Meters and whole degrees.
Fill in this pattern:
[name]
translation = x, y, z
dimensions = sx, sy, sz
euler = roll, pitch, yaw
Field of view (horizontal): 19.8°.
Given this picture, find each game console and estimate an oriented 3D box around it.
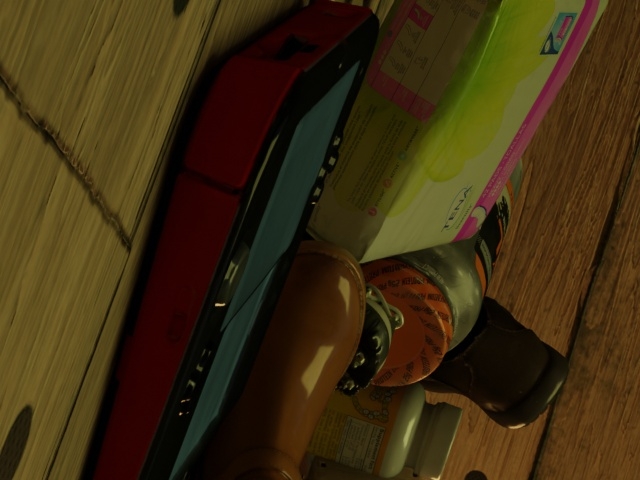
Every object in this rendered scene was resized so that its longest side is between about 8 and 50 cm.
[game console]
translation = -0.054, 0.020, 1.211
dimensions = 0.386, 0.060, 0.342
euler = -52, 160, -72

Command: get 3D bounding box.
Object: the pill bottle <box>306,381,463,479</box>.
[pill bottle]
translation = 0.048, 0.198, 2.062
dimensions = 0.117, 0.208, 0.118
euler = 18, 90, -85

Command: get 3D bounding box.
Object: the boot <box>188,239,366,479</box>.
[boot]
translation = -0.046, 0.158, 1.457
dimensions = 0.283, 0.109, 0.220
euler = -59, -169, 28

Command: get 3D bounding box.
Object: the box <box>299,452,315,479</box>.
[box]
translation = -0.002, 0.302, 2.270
dimensions = 0.154, 0.142, 0.300
euler = -10, 118, -83

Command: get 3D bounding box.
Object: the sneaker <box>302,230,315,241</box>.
[sneaker]
translation = 0.000, 0.000, 1.722
dimensions = 0.047, 0.057, 0.119
euler = 88, 20, -68

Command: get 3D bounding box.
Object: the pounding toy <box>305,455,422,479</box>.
[pounding toy]
translation = -0.002, 0.329, 2.133
dimensions = 0.181, 0.206, 0.094
euler = 109, -15, -48

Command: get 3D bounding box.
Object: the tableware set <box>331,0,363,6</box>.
[tableware set]
translation = 0.012, -0.179, 1.430
dimensions = 0.169, 0.020, 0.141
euler = -63, 170, -49

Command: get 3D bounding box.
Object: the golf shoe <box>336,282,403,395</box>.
[golf shoe]
translation = 0.020, 0.076, 1.663
dimensions = 0.120, 0.105, 0.273
euler = -39, 180, -19

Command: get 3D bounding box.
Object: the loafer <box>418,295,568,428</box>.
[loafer]
translation = 0.152, 0.098, 2.082
dimensions = 0.134, 0.130, 0.366
euler = -51, -158, -9

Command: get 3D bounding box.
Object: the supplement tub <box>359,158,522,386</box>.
[supplement tub]
translation = 0.095, -0.004, 1.956
dimensions = 0.316, 0.193, 0.194
euler = -65, 172, -47

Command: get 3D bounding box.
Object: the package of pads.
[package of pads]
translation = 0.117, -0.124, 1.665
dimensions = 0.229, 0.101, 0.296
euler = -11, 133, -56
